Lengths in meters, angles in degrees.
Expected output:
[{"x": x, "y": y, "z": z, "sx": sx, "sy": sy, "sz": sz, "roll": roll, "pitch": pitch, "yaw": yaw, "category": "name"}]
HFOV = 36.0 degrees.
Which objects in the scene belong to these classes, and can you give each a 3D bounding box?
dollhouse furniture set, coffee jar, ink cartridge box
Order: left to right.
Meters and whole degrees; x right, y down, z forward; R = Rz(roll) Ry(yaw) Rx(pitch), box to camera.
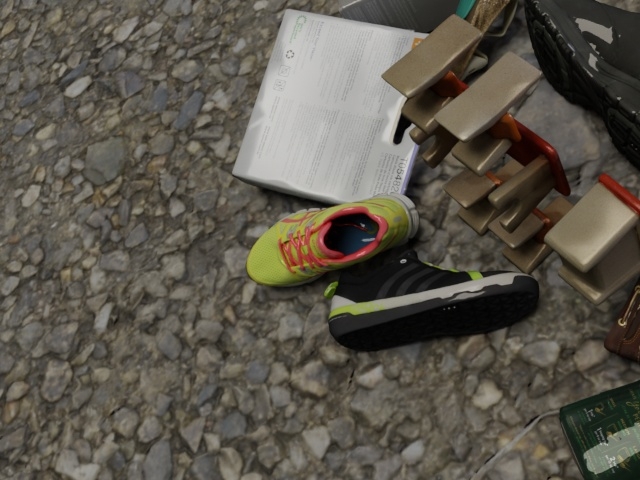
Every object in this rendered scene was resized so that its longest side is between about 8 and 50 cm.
[{"x": 0.029, "y": -0.151, "z": 1.170, "sx": 0.224, "sy": 0.045, "sz": 0.223, "roll": 16, "pitch": 84, "yaw": 24, "category": "ink cartridge box"}, {"x": 0.213, "y": -0.072, "z": 0.930, "sx": 0.135, "sy": 0.262, "sz": 0.259, "roll": -43, "pitch": 53, "yaw": -3, "category": "dollhouse furniture set"}, {"x": 0.311, "y": 0.158, "z": 0.863, "sx": 0.184, "sy": 0.079, "sz": 0.096, "roll": -26, "pitch": 52, "yaw": 14, "category": "coffee jar"}]

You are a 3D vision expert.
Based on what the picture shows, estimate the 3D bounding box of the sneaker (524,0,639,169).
[{"x": 0.324, "y": -0.195, "z": 1.053, "sx": 0.130, "sy": 0.109, "sz": 0.286, "roll": -31, "pitch": 60, "yaw": -3, "category": "sneaker"}]

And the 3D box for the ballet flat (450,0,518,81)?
[{"x": 0.178, "y": -0.239, "z": 1.150, "sx": 0.206, "sy": 0.067, "sz": 0.073, "roll": -59, "pitch": 23, "yaw": 25, "category": "ballet flat"}]

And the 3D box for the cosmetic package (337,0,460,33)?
[{"x": 0.140, "y": -0.341, "z": 1.217, "sx": 0.238, "sy": 0.107, "sz": 0.127, "roll": -23, "pitch": 53, "yaw": 18, "category": "cosmetic package"}]

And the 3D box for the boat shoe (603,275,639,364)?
[{"x": 0.328, "y": 0.019, "z": 0.935, "sx": 0.073, "sy": 0.073, "sz": 0.207, "roll": 15, "pitch": 71, "yaw": 30, "category": "boat shoe"}]

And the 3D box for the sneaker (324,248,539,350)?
[{"x": 0.107, "y": 0.046, "z": 1.028, "sx": 0.235, "sy": 0.084, "sz": 0.097, "roll": -12, "pitch": 57, "yaw": 21, "category": "sneaker"}]

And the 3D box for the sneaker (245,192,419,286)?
[{"x": 0.000, "y": 0.000, "z": 1.083, "sx": 0.208, "sy": 0.094, "sz": 0.081, "roll": -23, "pitch": 91, "yaw": 22, "category": "sneaker"}]
